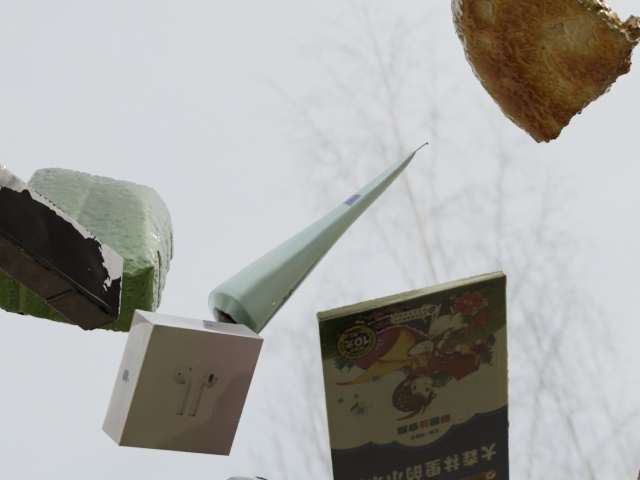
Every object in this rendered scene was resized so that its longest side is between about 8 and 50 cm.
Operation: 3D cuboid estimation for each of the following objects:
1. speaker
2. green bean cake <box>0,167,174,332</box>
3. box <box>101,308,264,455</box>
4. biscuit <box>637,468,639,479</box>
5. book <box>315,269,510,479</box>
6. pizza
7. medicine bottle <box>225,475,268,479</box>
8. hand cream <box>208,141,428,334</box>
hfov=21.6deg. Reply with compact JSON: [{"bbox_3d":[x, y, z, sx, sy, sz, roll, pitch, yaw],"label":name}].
[{"bbox_3d":[-0.283,0.003,1.666,0.044,0.082,0.218,-22,-41,27],"label":"speaker"},{"bbox_3d":[-0.307,0.010,2.207,0.222,0.248,0.125,9,-59,2],"label":"green bean cake"},{"bbox_3d":[-0.139,0.143,1.688,0.130,0.051,0.129,10,-78,-35],"label":"box"},{"bbox_3d":[0.235,0.244,1.200,0.041,0.212,0.238,23,-52,-19],"label":"biscuit"},{"bbox_3d":[0.115,0.191,1.962,0.228,0.018,0.322,-13,-55,-10],"label":"book"},{"bbox_3d":[0.260,-0.235,1.881,0.226,0.086,0.335,5,-41,28],"label":"pizza"},{"bbox_3d":[-0.065,0.247,1.442,0.047,0.083,0.047,6,-24,3],"label":"medicine bottle"},{"bbox_3d":[0.000,0.000,1.845,0.321,0.067,0.109,-40,0,-33],"label":"hand cream"}]
